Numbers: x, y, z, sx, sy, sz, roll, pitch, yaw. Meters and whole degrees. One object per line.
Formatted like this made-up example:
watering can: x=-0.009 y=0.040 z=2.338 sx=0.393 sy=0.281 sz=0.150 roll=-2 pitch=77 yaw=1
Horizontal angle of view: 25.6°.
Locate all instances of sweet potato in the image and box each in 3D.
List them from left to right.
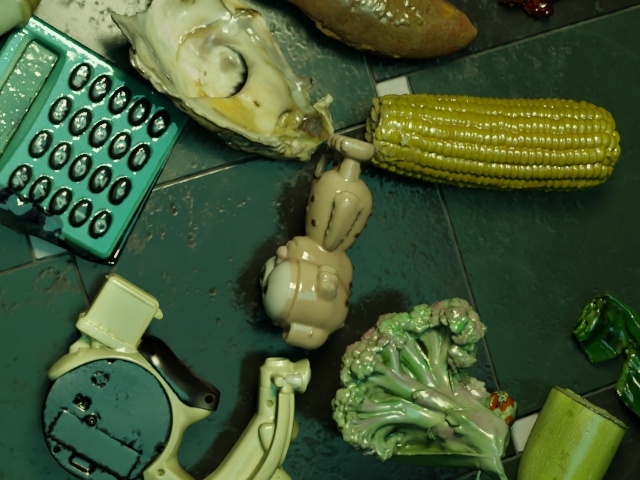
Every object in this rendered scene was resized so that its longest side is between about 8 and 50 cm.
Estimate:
sweet potato: x=0.025 y=-0.313 z=1.831 sx=0.385 sy=0.109 sz=0.109 roll=16 pitch=87 yaw=-12

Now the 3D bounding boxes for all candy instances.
candy: x=0.222 y=0.291 z=1.912 sx=0.049 sy=0.055 sz=0.185 roll=16 pitch=96 yaw=-10

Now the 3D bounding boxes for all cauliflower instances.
cauliflower: x=0.151 y=0.217 z=1.775 sx=0.239 sy=0.315 sz=0.256 roll=-46 pitch=144 yaw=-15

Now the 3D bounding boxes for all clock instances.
clock: x=-0.162 y=0.229 z=1.782 sx=0.379 sy=0.120 sz=0.277 roll=29 pitch=89 yaw=-11

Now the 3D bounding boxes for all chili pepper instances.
chili pepper: x=0.449 y=0.181 z=1.947 sx=0.099 sy=0.083 sz=0.253 roll=-39 pitch=95 yaw=-1

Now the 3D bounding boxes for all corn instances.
corn: x=0.225 y=-0.130 z=1.868 sx=0.344 sy=0.131 sz=0.131 roll=3 pitch=90 yaw=-11

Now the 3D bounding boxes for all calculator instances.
calculator: x=-0.324 y=-0.121 z=1.768 sx=0.274 sy=0.058 sz=0.248 roll=31 pitch=84 yaw=-13

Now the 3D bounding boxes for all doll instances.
doll: x=0.001 y=-0.001 z=1.797 sx=0.119 sy=0.154 sz=0.278 roll=16 pitch=86 yaw=-14

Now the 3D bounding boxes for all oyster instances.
oyster: x=-0.129 y=-0.215 z=1.791 sx=0.275 sy=0.100 sz=0.271 roll=-14 pitch=89 yaw=-30

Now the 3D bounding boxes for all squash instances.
squash: x=0.331 y=0.301 z=1.901 sx=0.123 sy=0.123 sz=0.187 roll=25 pitch=88 yaw=-12

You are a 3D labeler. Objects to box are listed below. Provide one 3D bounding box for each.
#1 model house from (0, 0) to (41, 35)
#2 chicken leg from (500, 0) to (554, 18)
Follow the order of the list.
model house: x=-0.452 y=-0.358 z=1.696 sx=0.267 sy=0.194 sz=0.325 roll=32 pitch=45 yaw=16
chicken leg: x=0.343 y=-0.366 z=1.932 sx=0.219 sy=0.048 sz=0.090 roll=-23 pitch=99 yaw=-12
